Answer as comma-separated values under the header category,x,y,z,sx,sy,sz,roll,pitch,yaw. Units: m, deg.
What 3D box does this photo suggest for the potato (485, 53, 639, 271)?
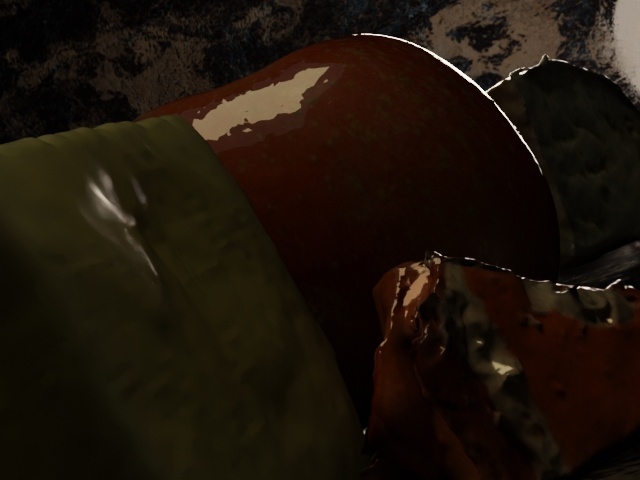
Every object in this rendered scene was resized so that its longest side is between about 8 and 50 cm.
category,x,y,z,sx,sy,sz,roll,pitch,yaw
potato,0.203,-0.059,1.487,0.264,0.211,0.189,-25,1,43

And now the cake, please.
category,x,y,z,sx,sy,sz,roll,pitch,yaw
cake,0.132,0.058,0.776,0.287,0.135,0.098,-12,-20,-41

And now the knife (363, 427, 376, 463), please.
category,x,y,z,sx,sy,sz,roll,pitch,yaw
knife,0.161,0.068,0.897,0.343,0.027,0.061,-23,-30,-9

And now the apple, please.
category,x,y,z,sx,sy,sz,roll,pitch,yaw
apple,0.000,0.000,1.088,0.348,0.277,0.348,-22,2,1

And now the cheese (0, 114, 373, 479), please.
category,x,y,z,sx,sy,sz,roll,pitch,yaw
cheese,-0.086,0.075,0.646,0.124,0.242,0.265,-32,0,15
